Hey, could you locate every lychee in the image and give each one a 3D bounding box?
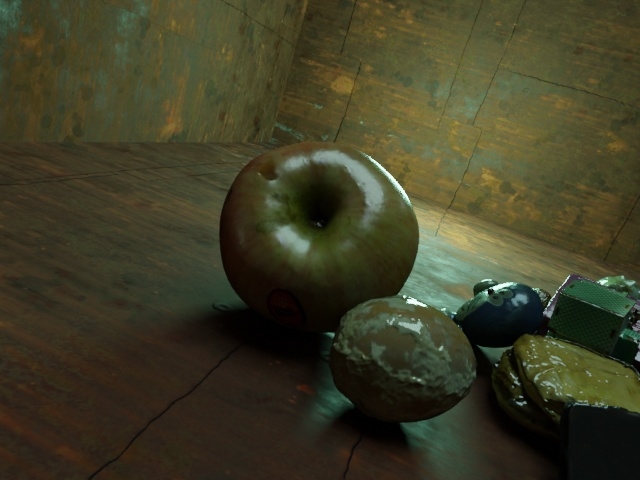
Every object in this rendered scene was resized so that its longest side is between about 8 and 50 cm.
[{"bbox_3d":[0.652,0.201,1.443,0.146,0.114,0.114,2,12,15],"label":"lychee"}]

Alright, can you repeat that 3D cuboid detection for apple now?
[{"bbox_3d":[0.000,0.000,0.960,0.391,0.392,0.346,20,-16,7],"label":"apple"}]

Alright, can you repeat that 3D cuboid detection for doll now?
[{"bbox_3d":[0.389,0.171,1.088,0.154,0.228,0.258,59,-8,14],"label":"doll"}]

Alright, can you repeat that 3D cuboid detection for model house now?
[{"bbox_3d":[0.619,0.194,1.067,0.178,0.271,0.206,28,-20,43],"label":"model house"}]

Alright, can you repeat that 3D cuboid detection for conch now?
[{"bbox_3d":[1.069,0.227,1.749,0.386,0.169,0.203,51,9,-53],"label":"conch"}]

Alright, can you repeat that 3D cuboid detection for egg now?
[{"bbox_3d":[0.133,0.190,0.768,0.245,0.204,0.203,11,17,-9],"label":"egg"}]

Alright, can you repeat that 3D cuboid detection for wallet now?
[{"bbox_3d":[0.518,0.354,0.721,0.309,0.165,0.042,12,-21,2],"label":"wallet"}]

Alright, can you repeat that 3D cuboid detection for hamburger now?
[{"bbox_3d":[0.468,0.293,0.890,0.283,0.145,0.259,26,28,13],"label":"hamburger"}]

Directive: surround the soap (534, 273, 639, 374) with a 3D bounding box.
[{"bbox_3d":[0.776,0.258,1.231,0.359,0.128,0.233,28,48,33],"label":"soap"}]
